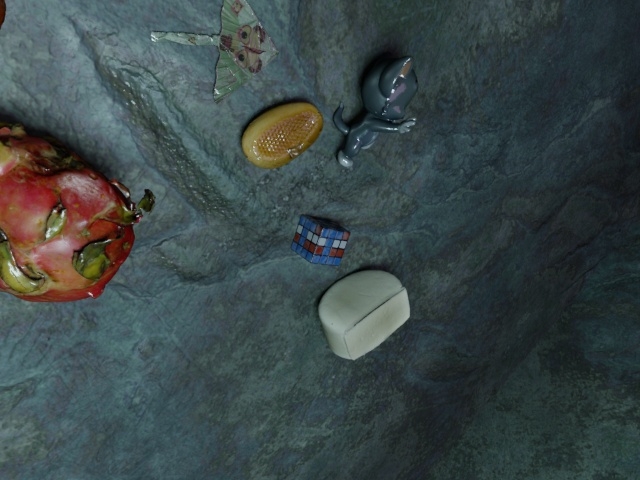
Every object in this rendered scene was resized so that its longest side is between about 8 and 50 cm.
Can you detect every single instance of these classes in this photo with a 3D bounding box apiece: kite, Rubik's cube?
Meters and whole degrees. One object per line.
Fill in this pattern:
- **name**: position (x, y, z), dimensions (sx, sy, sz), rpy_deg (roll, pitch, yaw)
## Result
- **kite**: position (-0.187, -0.369, 0.905), dimensions (0.250, 0.012, 0.229), rpy_deg (-6, 111, -35)
- **Rubik's cube**: position (0.000, 0.000, 1.173), dimensions (0.092, 0.092, 0.092), rpy_deg (8, 107, -40)

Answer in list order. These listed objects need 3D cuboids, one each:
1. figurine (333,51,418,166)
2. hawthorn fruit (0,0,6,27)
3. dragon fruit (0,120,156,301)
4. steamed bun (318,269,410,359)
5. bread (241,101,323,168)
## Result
- **figurine**: position (0.120, -0.297, 1.104), dimensions (0.265, 0.193, 0.140), rpy_deg (-39, 110, 20)
- **hawthorn fruit**: position (-0.480, -0.301, 0.537), dimensions (0.242, 0.272, 0.242), rpy_deg (-10, 107, -35)
- **dragon fruit**: position (-0.431, -0.041, 0.717), dimensions (0.250, 0.269, 0.291), rpy_deg (-56, 137, -15)
- **steamed bun**: position (0.105, 0.185, 1.296), dimensions (0.242, 0.164, 0.146), rpy_deg (-34, 130, -22)
- **bread**: position (-0.081, -0.220, 1.017), dimensions (0.189, 0.077, 0.114), rpy_deg (-34, 108, -19)
